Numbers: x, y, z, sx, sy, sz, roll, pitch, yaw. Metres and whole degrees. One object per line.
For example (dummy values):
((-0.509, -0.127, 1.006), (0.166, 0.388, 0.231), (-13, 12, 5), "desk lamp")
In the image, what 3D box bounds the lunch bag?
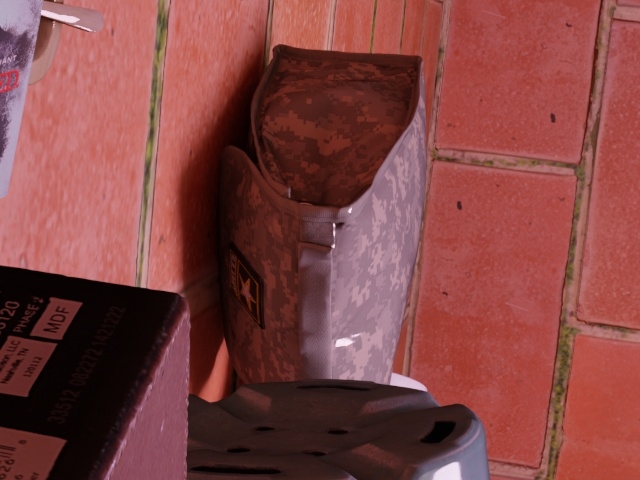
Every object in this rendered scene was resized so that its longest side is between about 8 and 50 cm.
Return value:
((0.000, 0.000, 1.161), (0.287, 0.169, 0.235), (-77, 170, -57), "lunch bag")

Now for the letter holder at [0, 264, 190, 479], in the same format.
((-0.153, 0.176, 0.429), (0.302, 0.152, 0.214), (-70, 166, -54), "letter holder")

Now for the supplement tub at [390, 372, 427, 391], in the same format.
((-0.002, 0.258, 1.264), (0.191, 0.191, 0.272), (64, 35, -73), "supplement tub")

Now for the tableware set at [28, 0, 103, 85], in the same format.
((-0.140, -0.142, 0.596), (0.194, 0.039, 0.128), (85, 15, -53), "tableware set")

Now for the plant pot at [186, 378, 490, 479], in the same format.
((-0.014, 0.280, 0.900), (0.341, 0.341, 0.334), (-35, 123, -77), "plant pot")

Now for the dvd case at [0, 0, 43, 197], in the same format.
((-0.150, -0.063, 0.571), (0.087, 0.013, 0.119), (-38, 146, -64), "dvd case")
